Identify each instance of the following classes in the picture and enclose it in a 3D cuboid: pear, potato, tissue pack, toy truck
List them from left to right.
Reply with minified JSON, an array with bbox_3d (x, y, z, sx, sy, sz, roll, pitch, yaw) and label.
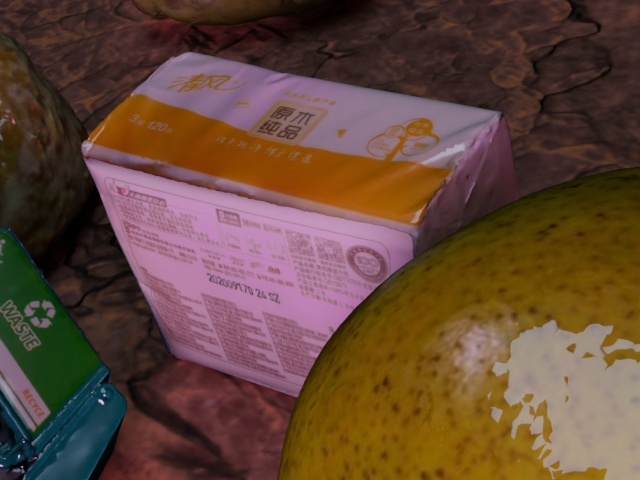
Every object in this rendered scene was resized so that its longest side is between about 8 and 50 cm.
[{"bbox_3d":[-0.217,0.064,0.809,0.124,0.114,0.253,-27,72,-27],"label":"toy truck"},{"bbox_3d":[-0.058,-0.237,1.189,0.225,0.090,0.117,-11,25,10],"label":"potato"},{"bbox_3d":[0.000,0.000,0.821,0.225,0.185,0.124,15,48,31],"label":"tissue pack"},{"bbox_3d":[0.122,0.109,0.586,0.294,0.294,0.294,-9,40,8],"label":"pear"}]

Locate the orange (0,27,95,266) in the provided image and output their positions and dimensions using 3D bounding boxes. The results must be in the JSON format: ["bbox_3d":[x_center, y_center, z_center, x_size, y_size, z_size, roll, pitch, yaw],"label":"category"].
[{"bbox_3d":[-0.355,-0.050,0.982,0.369,0.210,0.271,-37,46,-20],"label":"orange"}]
